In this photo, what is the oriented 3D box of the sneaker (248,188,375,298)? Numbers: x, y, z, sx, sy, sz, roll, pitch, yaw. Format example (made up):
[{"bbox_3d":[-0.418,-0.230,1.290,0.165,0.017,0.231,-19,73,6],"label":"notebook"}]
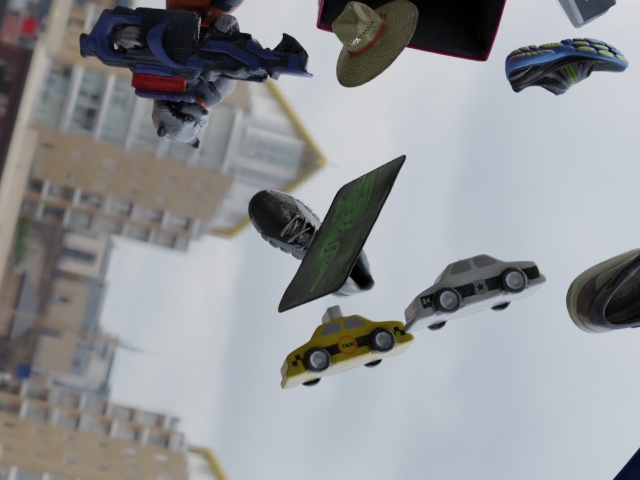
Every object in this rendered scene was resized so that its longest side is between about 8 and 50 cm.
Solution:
[{"bbox_3d":[0.000,0.000,2.211,0.086,0.228,0.132,-54,-163,-14],"label":"sneaker"}]

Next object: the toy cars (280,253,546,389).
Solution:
[{"bbox_3d":[0.109,0.095,1.959,0.393,0.176,0.087,-26,-105,27],"label":"toy cars"}]

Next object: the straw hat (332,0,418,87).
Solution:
[{"bbox_3d":[0.048,-0.261,1.800,0.144,0.061,0.144,-34,-147,26],"label":"straw hat"}]

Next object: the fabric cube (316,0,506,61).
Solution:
[{"bbox_3d":[0.141,-0.443,2.080,0.258,0.254,0.259,-87,-170,-56],"label":"fabric cube"}]

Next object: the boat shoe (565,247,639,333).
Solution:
[{"bbox_3d":[0.414,0.027,1.627,0.103,0.285,0.092,67,-7,-15],"label":"boat shoe"}]

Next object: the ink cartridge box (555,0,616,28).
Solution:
[{"bbox_3d":[0.214,-0.430,1.669,0.072,0.304,0.307,-29,-148,9],"label":"ink cartridge box"}]

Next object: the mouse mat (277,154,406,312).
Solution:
[{"bbox_3d":[0.023,-0.007,1.638,0.152,0.007,0.190,-25,-148,57],"label":"mouse mat"}]

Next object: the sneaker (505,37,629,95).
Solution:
[{"bbox_3d":[0.376,-0.263,2.236,0.067,0.188,0.078,-97,180,-59],"label":"sneaker"}]

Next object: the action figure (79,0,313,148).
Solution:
[{"bbox_3d":[-0.124,-0.274,1.939,0.330,0.341,0.178,-69,155,-8],"label":"action figure"}]

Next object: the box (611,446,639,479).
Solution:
[{"bbox_3d":[0.407,0.276,1.763,0.225,0.036,0.136,-48,149,-14],"label":"box"}]
